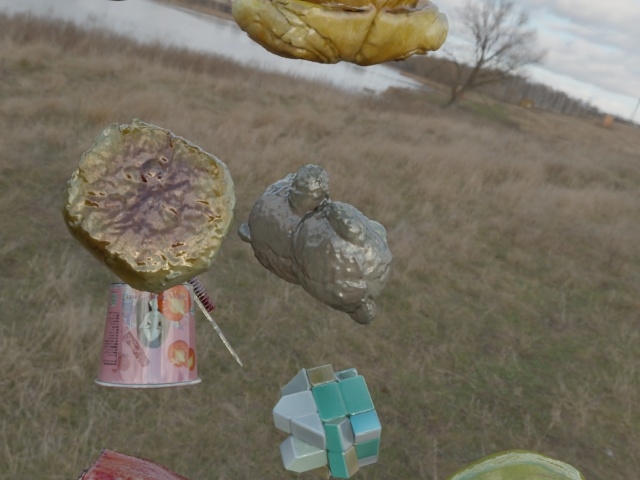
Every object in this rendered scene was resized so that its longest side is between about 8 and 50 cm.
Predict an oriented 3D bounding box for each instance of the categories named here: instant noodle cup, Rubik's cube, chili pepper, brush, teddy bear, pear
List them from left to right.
[{"bbox_3d":[-0.394,0.215,1.490,0.243,0.231,0.243,1,-7,0],"label":"instant noodle cup"},{"bbox_3d":[-0.191,0.361,0.848,0.252,0.144,0.136,11,23,5],"label":"chili pepper"},{"bbox_3d":[-0.316,0.237,1.930,0.050,0.321,0.060,-34,8,-16],"label":"brush"},{"bbox_3d":[-0.001,0.000,0.956,0.151,0.236,0.267,-33,33,-32],"label":"teddy bear"},{"bbox_3d":[0.009,0.412,1.407,0.213,0.224,0.265,-12,48,-10],"label":"Rubik's cube"},{"bbox_3d":[0.319,0.490,1.087,0.307,0.253,0.253,-9,18,-1],"label":"pear"}]

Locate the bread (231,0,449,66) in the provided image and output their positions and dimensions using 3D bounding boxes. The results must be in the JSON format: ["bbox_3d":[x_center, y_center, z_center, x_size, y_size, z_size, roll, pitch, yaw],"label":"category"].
[{"bbox_3d":[0.021,-0.267,0.723,0.236,0.120,0.198,-7,31,-27],"label":"bread"}]

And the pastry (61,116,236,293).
[{"bbox_3d":[-0.198,-0.037,0.753,0.192,0.182,0.093,29,-13,-2],"label":"pastry"}]
